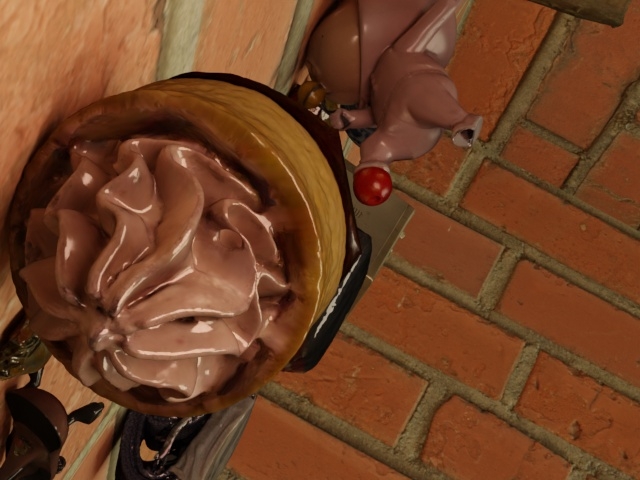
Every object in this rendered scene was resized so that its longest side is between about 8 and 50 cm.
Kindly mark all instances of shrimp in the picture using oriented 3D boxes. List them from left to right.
[{"bbox_3d":[-0.201,0.066,0.791,0.108,0.023,0.059,-13,122,-84],"label":"shrimp"}]

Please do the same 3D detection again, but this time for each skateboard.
[{"bbox_3d":[-0.228,0.162,0.885,0.080,0.067,0.151,-44,169,-44],"label":"skateboard"}]

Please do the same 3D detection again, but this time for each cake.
[{"bbox_3d":[-0.083,0.005,0.643,0.208,0.185,0.178,-39,-175,13],"label":"cake"}]

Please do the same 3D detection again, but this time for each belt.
[{"bbox_3d":[-0.166,0.230,1.444,0.230,0.140,0.126,-56,174,-34],"label":"belt"}]

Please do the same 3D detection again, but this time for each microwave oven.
[{"bbox_3d":[0.000,0.000,1.598,0.145,0.194,0.240,-58,178,31],"label":"microwave oven"}]

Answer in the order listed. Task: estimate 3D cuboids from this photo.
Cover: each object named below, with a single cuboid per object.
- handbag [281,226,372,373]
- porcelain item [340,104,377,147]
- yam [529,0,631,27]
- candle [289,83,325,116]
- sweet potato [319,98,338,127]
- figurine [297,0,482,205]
[{"bbox_3d":[-0.057,0.037,1.209,0.181,0.181,0.254,-60,173,-8],"label":"handbag"},{"bbox_3d":[0.106,-0.211,1.734,0.147,0.147,0.114,-59,174,-21],"label":"porcelain item"},{"bbox_3d":[0.112,-0.265,0.831,0.161,0.268,0.161,18,90,-83],"label":"yam"},{"bbox_3d":[-0.049,-0.108,1.346,0.053,0.048,0.162,12,111,-49],"label":"candle"},{"bbox_3d":[-0.003,-0.155,1.464,0.053,0.054,0.182,-52,177,-3],"label":"sweet potato"},{"bbox_3d":[0.071,-0.185,1.253,0.176,0.186,0.287,104,-20,-55],"label":"figurine"}]
